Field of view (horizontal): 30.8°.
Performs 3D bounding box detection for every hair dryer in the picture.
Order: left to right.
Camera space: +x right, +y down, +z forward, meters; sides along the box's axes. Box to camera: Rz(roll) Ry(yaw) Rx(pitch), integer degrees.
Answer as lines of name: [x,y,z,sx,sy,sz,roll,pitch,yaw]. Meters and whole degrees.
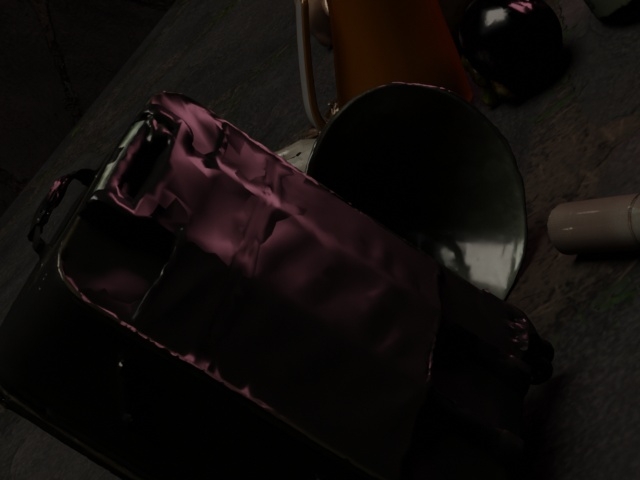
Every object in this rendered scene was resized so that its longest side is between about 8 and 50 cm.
hair dryer: [0.332,-0.078,1.074,0.195,0.053,0.220,-7,41,56]

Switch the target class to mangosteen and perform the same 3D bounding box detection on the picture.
mangosteen: [0.232,-0.238,1.455,0.137,0.137,0.151,-87,13,-59]

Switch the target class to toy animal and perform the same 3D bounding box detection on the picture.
toy animal: [0.044,-0.468,2.121,0.197,0.171,0.171,-33,25,35]

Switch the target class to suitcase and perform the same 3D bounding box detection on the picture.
suitcase: [-0.028,0.087,0.903,0.194,0.434,0.283,-45,18,37]

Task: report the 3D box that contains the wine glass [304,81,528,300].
wine glass: [0.000,0.000,1.273,0.267,0.267,0.406,-55,19,-24]

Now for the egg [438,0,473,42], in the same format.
egg: [0.154,-0.399,1.701,0.238,0.238,0.289,-41,1,7]

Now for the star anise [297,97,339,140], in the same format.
star anise: [0.016,-0.150,1.732,0.172,0.063,0.208,-28,30,43]

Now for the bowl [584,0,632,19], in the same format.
bowl: [0.366,-0.381,1.408,0.211,0.112,0.211,-53,7,9]

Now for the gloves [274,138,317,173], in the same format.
gloves: [-0.034,-0.063,1.562,0.212,0.127,0.111,-27,16,7]

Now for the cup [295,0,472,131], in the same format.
cup: [0.070,-0.261,1.529,0.226,0.264,0.182,-23,23,-16]
